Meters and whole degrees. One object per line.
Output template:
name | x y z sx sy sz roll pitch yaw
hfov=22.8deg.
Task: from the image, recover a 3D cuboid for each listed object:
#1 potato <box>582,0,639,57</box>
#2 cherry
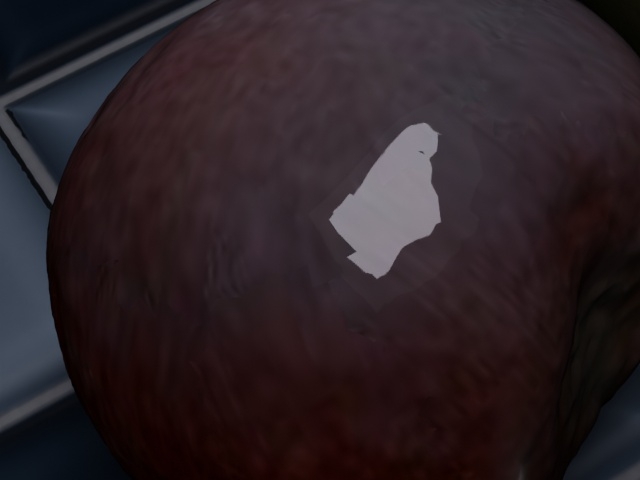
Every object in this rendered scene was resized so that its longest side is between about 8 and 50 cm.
potato | 0.228 -0.167 0.670 0.270 0.219 0.359 -26 61 -1
cherry | 0.004 -0.001 0.572 0.239 0.206 0.239 -3 65 6
